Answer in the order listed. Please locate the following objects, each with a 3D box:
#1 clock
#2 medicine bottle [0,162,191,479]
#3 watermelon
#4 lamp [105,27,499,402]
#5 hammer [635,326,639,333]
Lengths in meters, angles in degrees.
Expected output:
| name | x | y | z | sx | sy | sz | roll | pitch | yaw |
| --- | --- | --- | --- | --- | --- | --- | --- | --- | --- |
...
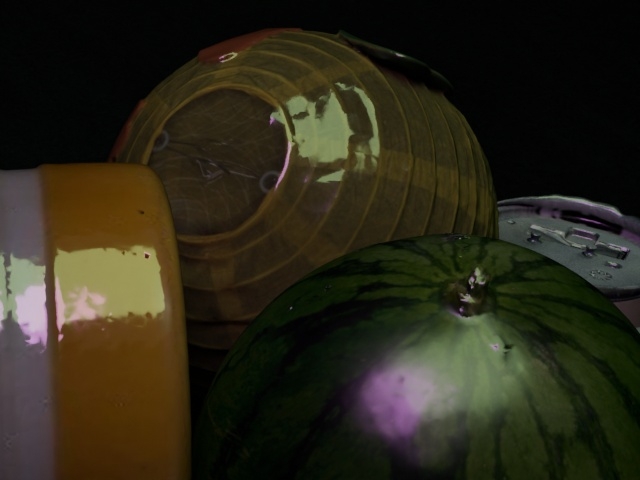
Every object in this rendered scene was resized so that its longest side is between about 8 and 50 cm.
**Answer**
| name | x | y | z | sx | sy | sz | roll | pitch | yaw |
| --- | --- | --- | --- | --- | --- | --- | --- | --- | --- |
| clock | 0.174 | 0.022 | 1.187 | 0.229 | 0.063 | 0.155 | 18 | 31 | 18 |
| medicine bottle | -0.190 | 0.081 | 0.819 | 0.232 | 0.237 | 0.238 | -1 | 29 | -13 |
| watermelon | 0.057 | 0.117 | 0.799 | 0.242 | 0.242 | 0.242 | 5 | 29 | -3 |
| lamp | 0.000 | 0.000 | 1.036 | 0.250 | 0.250 | 0.284 | 28 | -5 | 34 |
| hammer | 0.235 | 0.126 | 1.017 | 0.116 | 0.069 | 0.194 | -11 | 41 | -29 |
